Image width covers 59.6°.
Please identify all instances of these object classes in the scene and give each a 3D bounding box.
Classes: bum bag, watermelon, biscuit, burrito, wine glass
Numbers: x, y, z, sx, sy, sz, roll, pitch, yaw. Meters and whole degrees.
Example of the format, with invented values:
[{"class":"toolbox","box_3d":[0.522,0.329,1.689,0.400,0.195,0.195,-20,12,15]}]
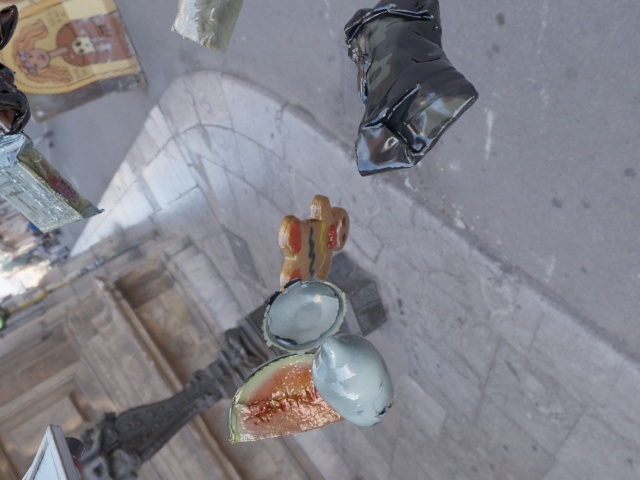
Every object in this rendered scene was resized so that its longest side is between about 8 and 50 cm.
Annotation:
[{"class":"bum bag","box_3d":[0.098,-0.205,0.669,0.095,0.144,0.340,44,-150,-35]},{"class":"watermelon","box_3d":[-0.048,0.283,1.131,0.159,0.304,0.128,-116,21,-54]},{"class":"biscuit","box_3d":[-0.692,-0.132,1.358,0.309,0.186,0.079,58,-161,-45]},{"class":"burrito","box_3d":[-0.208,-0.540,1.131,0.105,0.143,0.299,51,129,52]},{"class":"biscuit","box_3d":[0.001,0.000,1.026,0.036,0.250,0.165,8,108,26]},{"class":"wine glass","box_3d":[0.028,0.201,0.945,0.143,0.143,0.321,36,164,42]}]

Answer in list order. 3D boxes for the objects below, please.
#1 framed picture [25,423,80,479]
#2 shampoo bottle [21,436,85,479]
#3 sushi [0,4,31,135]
[{"class":"framed picture","box_3d":[-0.342,0.376,0.658,0.024,0.231,0.315,25,168,-30]},{"class":"shampoo bottle","box_3d":[-0.537,0.490,1.099,0.278,0.105,0.104,-109,-7,-74]},{"class":"sushi","box_3d":[-0.436,-0.193,0.604,0.212,0.216,0.227,-74,-34,-68]}]
